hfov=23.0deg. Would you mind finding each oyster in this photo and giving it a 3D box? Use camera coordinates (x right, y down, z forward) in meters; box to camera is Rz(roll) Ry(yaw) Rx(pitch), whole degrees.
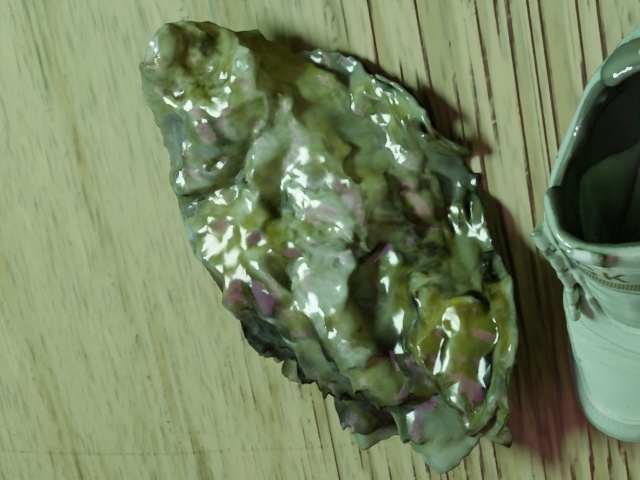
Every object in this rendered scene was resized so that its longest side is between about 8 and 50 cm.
[{"bbox_3d":[-0.001,0.001,1.044,0.238,0.115,0.351,-36,87,45],"label":"oyster"}]

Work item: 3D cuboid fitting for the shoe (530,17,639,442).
[{"bbox_3d":[0.178,0.002,0.866,0.124,0.159,0.316,22,122,29],"label":"shoe"}]
